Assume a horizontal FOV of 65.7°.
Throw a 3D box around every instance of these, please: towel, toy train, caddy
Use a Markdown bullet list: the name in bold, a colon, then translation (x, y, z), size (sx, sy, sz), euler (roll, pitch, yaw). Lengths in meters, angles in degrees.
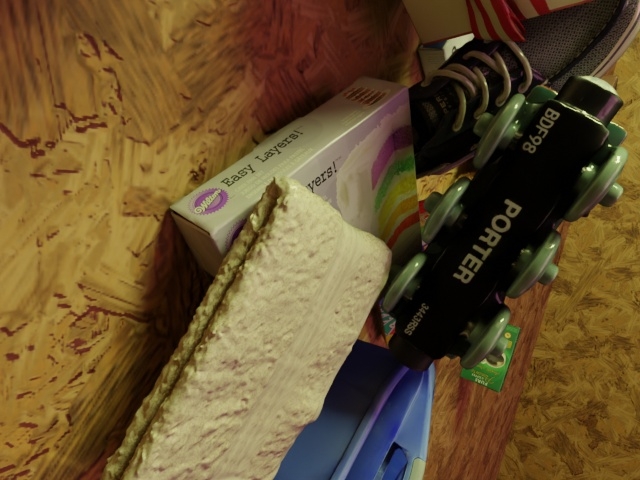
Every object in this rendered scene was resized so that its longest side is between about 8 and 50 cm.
- **towel**: translation (-0.044, 0.100, 0.432), size (0.187, 0.049, 0.282), euler (31, 87, -54)
- **toy train**: translation (0.184, -0.011, 0.529), size (0.333, 0.142, 0.190), euler (-62, 165, 20)
- **caddy**: translation (0.041, 0.290, 0.644), size (0.341, 0.179, 0.241), euler (-56, 145, -25)

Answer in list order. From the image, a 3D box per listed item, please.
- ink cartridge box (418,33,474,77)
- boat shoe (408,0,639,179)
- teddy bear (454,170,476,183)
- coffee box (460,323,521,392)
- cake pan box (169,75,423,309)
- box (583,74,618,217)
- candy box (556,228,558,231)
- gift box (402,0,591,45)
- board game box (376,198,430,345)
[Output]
- **ink cartridge box**: translation (0.238, -0.286, 0.788), size (0.223, 0.045, 0.224), euler (-60, 146, -19)
- **boat shoe**: translation (0.190, -0.173, 0.559), size (0.158, 0.127, 0.340), euler (-24, 166, -45)
- **teddy bear**: translation (0.264, -0.007, 0.928), size (0.338, 0.113, 0.244), euler (-40, 143, -52)
- **coffee box**: translation (0.468, 0.310, 1.367), size (0.040, 0.113, 0.184), euler (20, 87, -61)
- **cake pan box**: translation (0.000, 0.000, 0.518), size (0.267, 0.070, 0.245), euler (-40, 135, -27)
- **box**: translation (0.580, -0.222, 1.203), size (0.143, 0.191, 0.381), euler (-60, 146, -18)
- **candy box**: translation (0.394, -0.137, 0.983), size (0.316, 0.088, 0.182), euler (38, 39, -57)
- **gift box**: translation (0.186, -0.354, 0.432), size (0.255, 0.276, 0.258), euler (49, 63, -29)
- **board game box**: translation (0.139, 0.054, 0.751), size (0.124, 0.039, 0.259), euler (-18, 128, -3)
